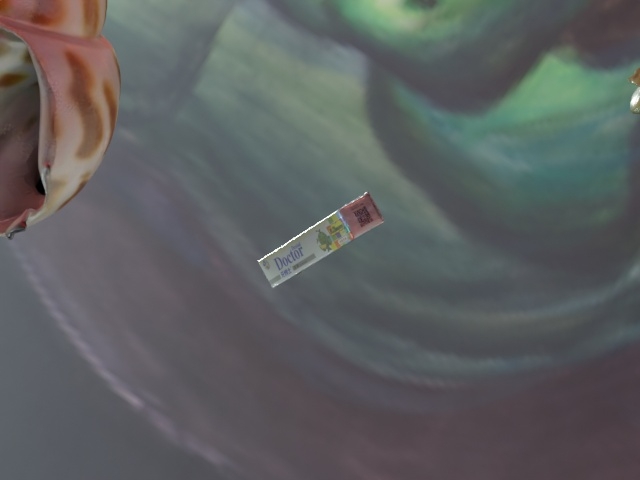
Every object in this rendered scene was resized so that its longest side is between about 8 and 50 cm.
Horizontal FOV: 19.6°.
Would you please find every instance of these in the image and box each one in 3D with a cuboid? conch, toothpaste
[{"bbox_3d":[-0.230,-0.146,1.464,0.148,0.182,0.275,-23,-55,-52],"label":"conch"},{"bbox_3d":[0.000,0.000,1.808,0.046,0.034,0.164,-29,-2,-37],"label":"toothpaste"}]

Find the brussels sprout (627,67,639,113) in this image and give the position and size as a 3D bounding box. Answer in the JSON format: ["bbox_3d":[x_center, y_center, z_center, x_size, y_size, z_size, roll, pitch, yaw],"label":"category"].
[{"bbox_3d":[0.341,-0.121,1.536,0.139,0.181,0.100,20,-94,-50],"label":"brussels sprout"}]
